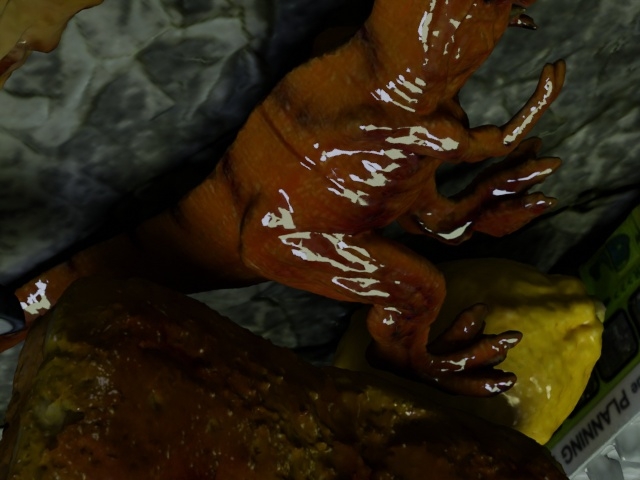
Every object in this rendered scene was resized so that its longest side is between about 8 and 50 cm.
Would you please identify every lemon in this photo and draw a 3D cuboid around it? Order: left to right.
[{"bbox_3d":[0.075,0.065,0.766,0.155,0.114,0.114,-30,144,10],"label":"lemon"}]

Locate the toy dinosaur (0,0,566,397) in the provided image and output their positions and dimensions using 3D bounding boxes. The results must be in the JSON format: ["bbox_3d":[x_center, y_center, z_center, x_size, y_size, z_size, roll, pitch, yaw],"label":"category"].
[{"bbox_3d":[0.000,0.000,0.659,0.208,0.097,0.432,26,125,-34],"label":"toy dinosaur"}]

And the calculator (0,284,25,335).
[{"bbox_3d":[-0.238,0.023,0.565,0.177,0.040,0.268,-9,162,29],"label":"calculator"}]

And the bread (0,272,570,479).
[{"bbox_3d":[-0.007,0.116,0.634,0.271,0.139,0.077,26,147,-23],"label":"bread"}]

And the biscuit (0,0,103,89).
[{"bbox_3d":[-0.173,-0.121,0.422,0.289,0.081,0.334,13,134,-40],"label":"biscuit"}]

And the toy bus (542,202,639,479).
[{"bbox_3d":[0.208,0.039,0.765,0.113,0.139,0.301,4,142,-26],"label":"toy bus"}]
